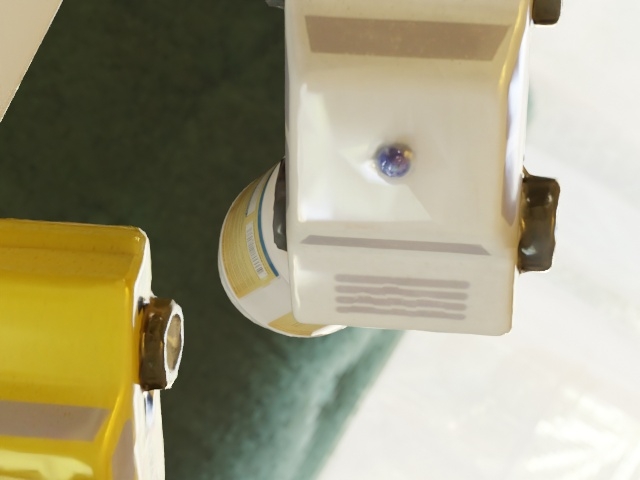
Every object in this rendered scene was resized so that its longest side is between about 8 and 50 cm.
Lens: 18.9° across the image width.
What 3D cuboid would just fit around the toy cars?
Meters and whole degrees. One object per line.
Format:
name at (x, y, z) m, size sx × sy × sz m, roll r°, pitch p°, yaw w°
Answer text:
toy cars at (-0.039, 0.026, 0.680) m, size 0.393 × 0.176 × 0.087 m, roll -44°, pitch -165°, yaw 27°

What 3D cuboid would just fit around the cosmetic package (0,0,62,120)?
cosmetic package at (-0.272, -0.168, 1.245) m, size 0.365 × 0.155 × 0.197 m, roll -58°, pitch -151°, yaw 17°

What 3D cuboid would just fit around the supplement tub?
supplement tub at (0.000, 0.000, 1.548) m, size 0.144 × 0.144 × 0.199 m, roll -54°, pitch -172°, yaw -19°
